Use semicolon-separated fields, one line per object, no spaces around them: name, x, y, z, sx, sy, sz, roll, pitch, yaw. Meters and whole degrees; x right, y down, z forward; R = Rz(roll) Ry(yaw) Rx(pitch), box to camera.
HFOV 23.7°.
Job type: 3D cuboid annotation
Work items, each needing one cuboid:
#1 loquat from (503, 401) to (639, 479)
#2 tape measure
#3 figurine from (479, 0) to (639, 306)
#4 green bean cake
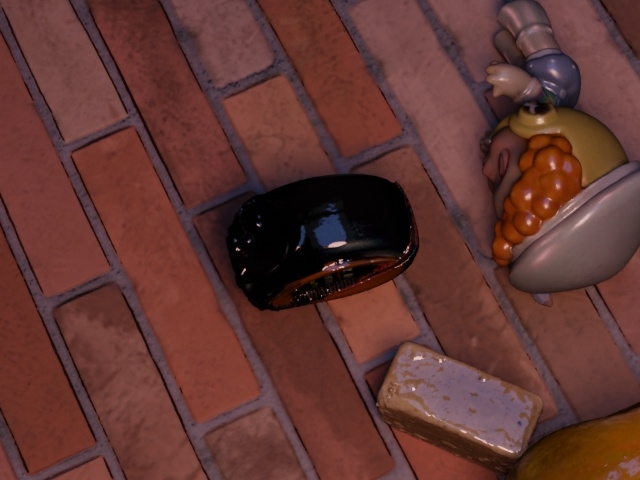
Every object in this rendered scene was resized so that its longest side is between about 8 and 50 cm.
loquat;0.336;0.299;1.595;0.284;0.276;0.276;-11;69;-24
tape measure;0.000;0.000;1.748;0.223;0.202;0.135;-14;73;0
figurine;0.283;-0.126;1.782;0.205;0.224;0.382;-4;69;-5
green bean cake;0.157;0.191;1.723;0.179;0.109;0.085;23;72;8
